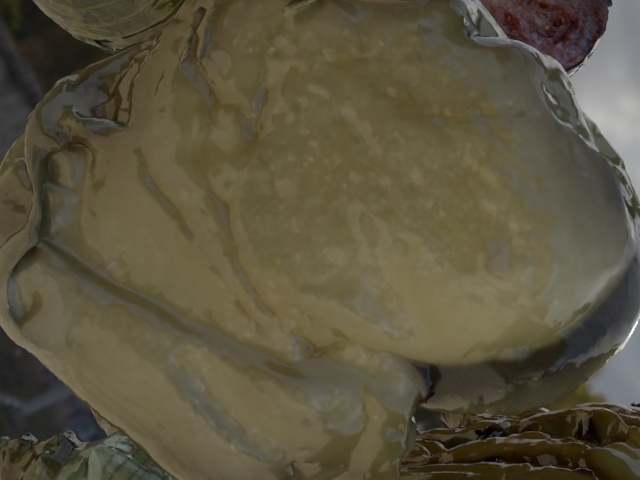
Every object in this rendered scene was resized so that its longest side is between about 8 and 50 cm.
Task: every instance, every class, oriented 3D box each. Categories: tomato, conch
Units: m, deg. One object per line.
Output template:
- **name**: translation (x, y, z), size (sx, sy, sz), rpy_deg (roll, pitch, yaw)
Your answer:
- **tomato**: translation (0.131, -0.196, 1.539), size (0.225, 0.225, 0.085), rpy_deg (60, -19, 27)
- **conch**: translation (-0.139, 0.175, 1.233), size (0.234, 0.137, 0.114), rpy_deg (13, -80, 41)

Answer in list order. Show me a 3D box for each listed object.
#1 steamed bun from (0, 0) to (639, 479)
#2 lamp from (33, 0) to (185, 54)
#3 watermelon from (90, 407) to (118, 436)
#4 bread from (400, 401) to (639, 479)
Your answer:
- **steamed bun**: translation (-0.005, -0.002, 1.121), size (0.324, 0.372, 0.230), rpy_deg (60, -6, 12)
- **lamp**: translation (-0.154, -0.266, 1.493), size (0.284, 0.250, 0.250), rpy_deg (0, 59, -59)
- **watermelon**: translation (-0.130, 0.125, 1.791), size (0.258, 0.228, 0.387), rpy_deg (26, 54, -58)
- **bread**: translation (0.177, 0.210, 1.212), size (0.324, 0.167, 0.277), rpy_deg (-13, -55, 45)
